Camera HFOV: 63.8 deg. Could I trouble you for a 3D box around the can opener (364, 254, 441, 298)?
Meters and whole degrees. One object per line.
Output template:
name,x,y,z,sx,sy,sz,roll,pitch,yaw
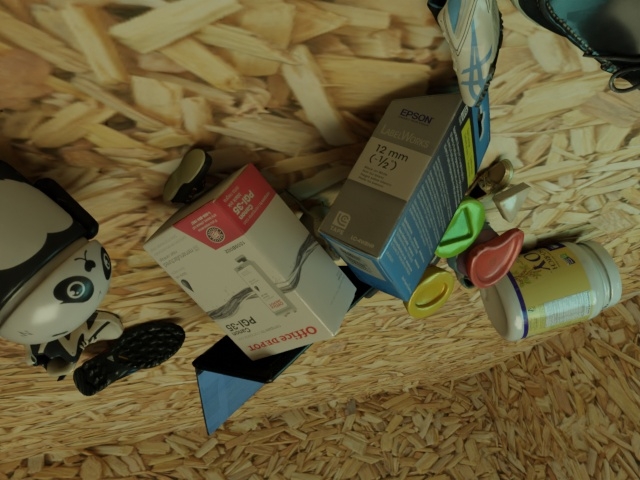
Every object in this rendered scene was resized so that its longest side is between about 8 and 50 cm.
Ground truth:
can opener,0.188,0.076,1.283,0.076,0.095,0.283,8,138,-39

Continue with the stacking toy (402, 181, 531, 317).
stacking toy,0.284,-0.007,1.098,0.309,0.130,0.279,-16,130,-26

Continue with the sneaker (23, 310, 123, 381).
sneaker,-0.532,0.232,1.114,0.094,0.152,0.235,-24,152,19

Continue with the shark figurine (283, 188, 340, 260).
shark figurine,-0.006,-0.013,0.988,0.116,0.166,0.278,-54,169,16

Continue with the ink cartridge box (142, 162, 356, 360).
ink cartridge box,-0.110,0.047,0.836,0.207,0.117,0.283,-25,113,38

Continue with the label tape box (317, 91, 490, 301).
label tape box,0.156,-0.098,0.842,0.347,0.115,0.249,-62,154,-10

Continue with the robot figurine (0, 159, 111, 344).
robot figurine,-0.407,0.007,0.660,0.209,0.278,0.174,-49,-167,-15

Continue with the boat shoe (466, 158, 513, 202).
boat shoe,0.345,-0.116,1.056,0.045,0.050,0.135,-13,154,-19

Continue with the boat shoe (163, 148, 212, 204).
boat shoe,-0.197,-0.097,0.789,0.042,0.048,0.133,10,150,-35

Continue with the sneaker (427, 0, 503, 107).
sneaker,0.180,-0.267,0.636,0.086,0.085,0.237,9,149,23

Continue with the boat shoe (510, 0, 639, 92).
boat shoe,0.445,-0.291,0.667,0.501,0.155,0.187,4,149,-33

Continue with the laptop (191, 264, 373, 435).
laptop,-0.055,0.248,1.127,0.408,0.236,0.382,-7,-156,48

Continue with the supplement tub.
supplement tub,0.666,0.141,1.517,0.332,0.240,0.241,-16,153,-1

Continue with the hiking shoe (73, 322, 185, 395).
hiking shoe,-0.486,0.287,1.337,0.304,0.113,0.132,-25,-177,3

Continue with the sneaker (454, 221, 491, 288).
sneaker,0.394,0.039,1.319,0.101,0.107,0.271,-15,152,2
